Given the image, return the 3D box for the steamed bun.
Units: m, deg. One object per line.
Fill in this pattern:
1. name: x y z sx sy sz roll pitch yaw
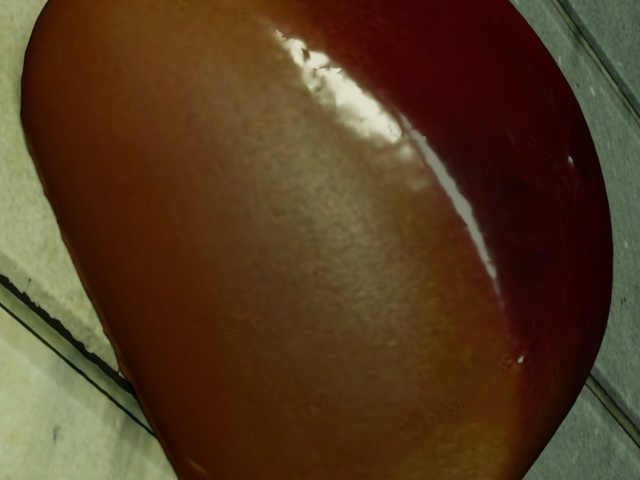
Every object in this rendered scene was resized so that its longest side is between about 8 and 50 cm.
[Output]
1. steamed bun: 0.020 -0.007 0.966 0.235 0.248 0.379 -41 113 -55
